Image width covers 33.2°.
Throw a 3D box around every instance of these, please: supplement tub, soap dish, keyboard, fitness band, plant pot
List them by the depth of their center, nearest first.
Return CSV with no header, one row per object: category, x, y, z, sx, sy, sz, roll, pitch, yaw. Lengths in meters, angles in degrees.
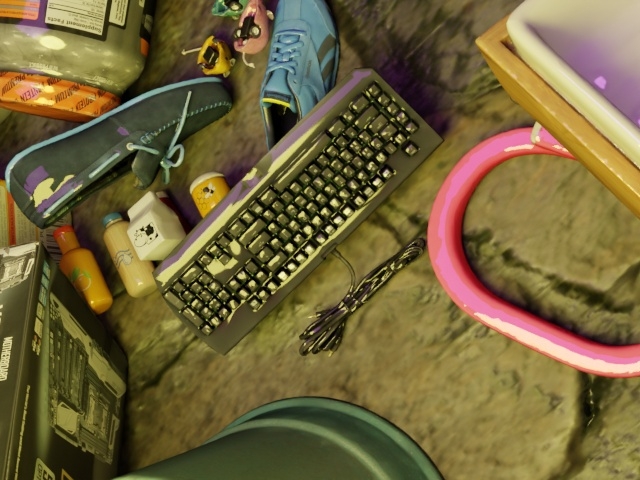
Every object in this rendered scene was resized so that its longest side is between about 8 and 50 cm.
soap dish,0.312,-0.129,0.924,0.229,0.118,0.291,-37,71,-12
plant pot,-0.075,0.322,0.974,0.341,0.334,0.341,-2,85,24
fitness band,0.240,0.007,1.015,0.291,0.054,0.209,26,96,24
keyboard,0.000,0.000,1.081,0.201,0.033,0.317,42,101,-18
supplement tub,-0.275,-0.295,1.187,0.194,0.193,0.316,10,90,24

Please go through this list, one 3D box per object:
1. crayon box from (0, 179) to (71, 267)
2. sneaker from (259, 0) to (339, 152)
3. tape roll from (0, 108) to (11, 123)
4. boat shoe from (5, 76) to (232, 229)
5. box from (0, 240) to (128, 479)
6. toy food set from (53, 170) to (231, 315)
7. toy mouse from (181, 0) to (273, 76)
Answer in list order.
crayon box,-0.390,0.033,1.138,0.083,0.323,0.203,-7,83,23
sneaker,-0.027,-0.177,1.132,0.069,0.082,0.209,-2,83,25
tape roll,-0.461,-0.231,1.300,0.219,0.072,0.219,6,103,25
boat shoe,-0.206,-0.089,1.166,0.258,0.109,0.089,-28,77,-8
box,-0.274,0.195,1.054,0.076,0.242,0.307,-10,52,9
toy food set,-0.180,-0.021,1.164,0.232,0.111,0.104,-39,70,29
toy mouse,-0.082,-0.239,1.163,0.143,0.031,0.161,-62,35,12
